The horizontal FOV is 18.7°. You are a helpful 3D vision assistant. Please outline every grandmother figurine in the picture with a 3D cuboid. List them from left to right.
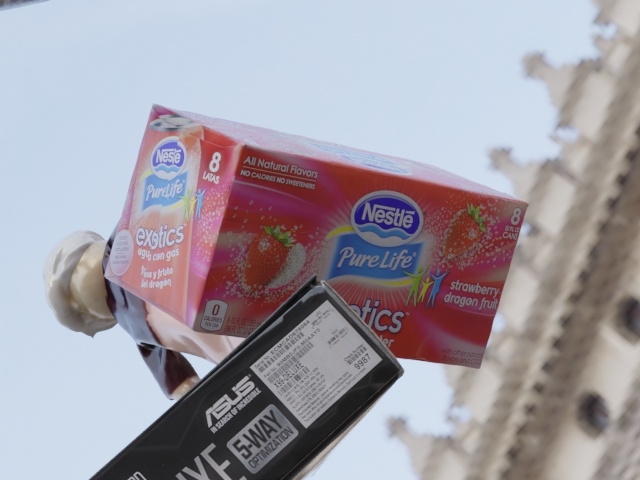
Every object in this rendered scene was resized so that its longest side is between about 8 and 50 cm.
[{"bbox_3d":[-0.117,0.054,1.620,0.104,0.342,0.207,-16,-71,-38],"label":"grandmother figurine"}]

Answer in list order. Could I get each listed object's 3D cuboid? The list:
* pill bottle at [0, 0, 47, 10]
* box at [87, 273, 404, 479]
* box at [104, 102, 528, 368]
[{"bbox_3d":[-0.307,-0.229,1.263,0.361,0.204,0.204,-16,-49,-17],"label":"pill bottle"},{"bbox_3d":[-0.106,0.176,1.108,0.307,0.076,0.242,-41,-7,-22],"label":"box"},{"bbox_3d":[0.000,0.000,1.327,0.257,0.123,0.128,11,-81,-38],"label":"box"}]
